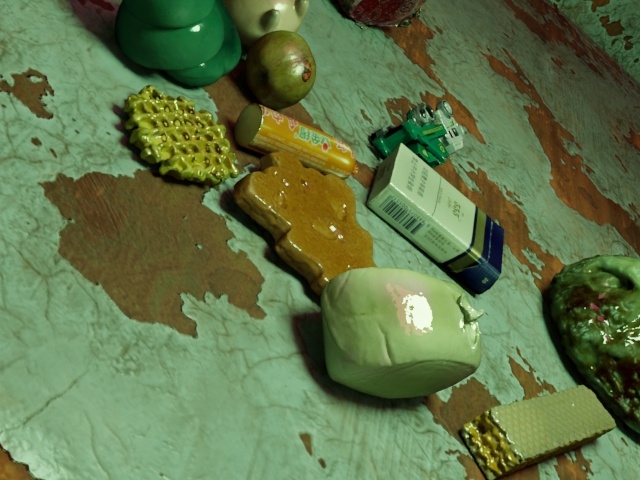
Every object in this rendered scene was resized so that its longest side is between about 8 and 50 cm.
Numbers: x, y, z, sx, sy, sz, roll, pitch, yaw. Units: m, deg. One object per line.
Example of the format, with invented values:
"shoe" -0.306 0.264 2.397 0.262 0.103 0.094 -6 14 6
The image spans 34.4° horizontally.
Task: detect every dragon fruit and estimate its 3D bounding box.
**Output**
"dragon fruit" 0.142 -0.546 2.213 0.282 0.211 0.147 10 49 -43

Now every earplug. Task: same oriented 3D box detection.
"earplug" -0.198 -0.344 1.562 0.164 0.280 0.257 32 63 15

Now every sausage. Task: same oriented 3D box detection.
"sausage" -0.025 -0.147 1.633 0.234 0.071 0.071 18 39 -40

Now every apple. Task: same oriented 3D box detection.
"apple" -0.069 -0.280 1.694 0.102 0.126 0.126 -22 69 -33

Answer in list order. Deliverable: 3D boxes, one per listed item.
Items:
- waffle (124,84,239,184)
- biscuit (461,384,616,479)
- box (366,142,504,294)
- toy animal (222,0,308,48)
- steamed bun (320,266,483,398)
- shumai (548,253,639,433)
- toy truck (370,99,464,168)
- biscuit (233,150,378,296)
"waffle" -0.196 -0.145 1.442 0.191 0.038 0.191 33 32 -24
"biscuit" 0.343 0.285 1.587 0.379 0.054 0.094 1 52 -52
"box" 0.206 -0.038 1.796 0.259 0.071 0.168 40 30 -11
"toy animal" -0.129 -0.439 1.779 0.166 0.154 0.250 -25 77 -36
"steamed bun" 0.120 0.116 1.374 0.239 0.153 0.169 12 63 -44
"shumai" 0.649 0.146 1.869 0.395 0.348 0.395 31 37 -27
"toy truck" 0.191 -0.183 1.932 0.116 0.110 0.216 62 30 3
"biscuit" 0.000 0.000 1.511 0.284 0.043 0.306 0 55 -56
